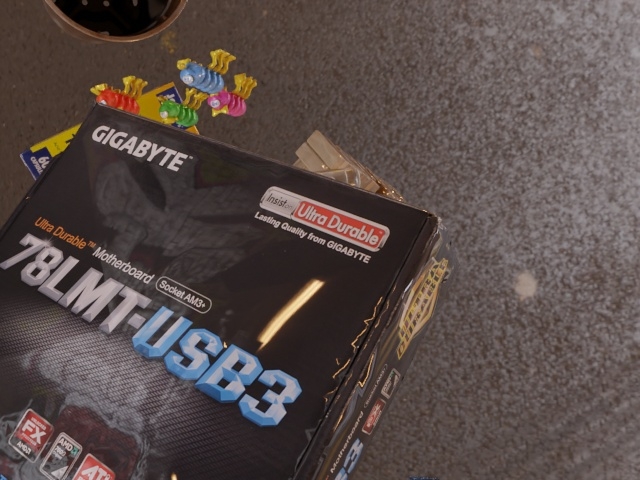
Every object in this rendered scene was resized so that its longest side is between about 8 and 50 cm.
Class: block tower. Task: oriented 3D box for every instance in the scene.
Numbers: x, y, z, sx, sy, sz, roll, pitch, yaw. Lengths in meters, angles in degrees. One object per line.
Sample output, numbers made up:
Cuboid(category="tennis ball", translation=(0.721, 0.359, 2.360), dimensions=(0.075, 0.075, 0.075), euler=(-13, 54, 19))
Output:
Cuboid(category="block tower", translation=(0.074, -0.098, 1.314), dimensions=(0.335, 0.091, 0.097), euler=(29, 20, -52))

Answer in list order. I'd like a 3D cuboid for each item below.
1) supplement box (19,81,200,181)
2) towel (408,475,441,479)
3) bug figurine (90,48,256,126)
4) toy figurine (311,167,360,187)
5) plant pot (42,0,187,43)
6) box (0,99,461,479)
Cuboid(category="supplement box", translation=(-0.461, -0.195, 1.501), dimensions=(0.356, 0.195, 0.194), euler=(-30, 109, -13))
Cuboid(category="towel", translation=(0.195, 0.465, 1.193), dimensions=(0.067, 0.119, 0.029), euler=(-4, 45, 16))
Cuboid(category="bug figurine", translation=(-0.238, -0.242, 1.120), dimensions=(0.216, 0.279, 0.072), euler=(5, 80, -58))
Cuboid(category="toy figurine", translation=(0.000, 0.000, 1.051), dimensions=(0.148, 0.209, 0.213), euler=(-11, 56, -20))
Cuboid(category="plant pot", translation=(-0.247, -0.299, 0.747), dimensions=(0.167, 0.165, 0.167), euler=(-4, 99, -26))
Cuboid(category="box", translation=(-0.111, 0.076, 0.401), dimensions=(0.293, 0.295, 0.073), euler=(-60, 149, -12))
